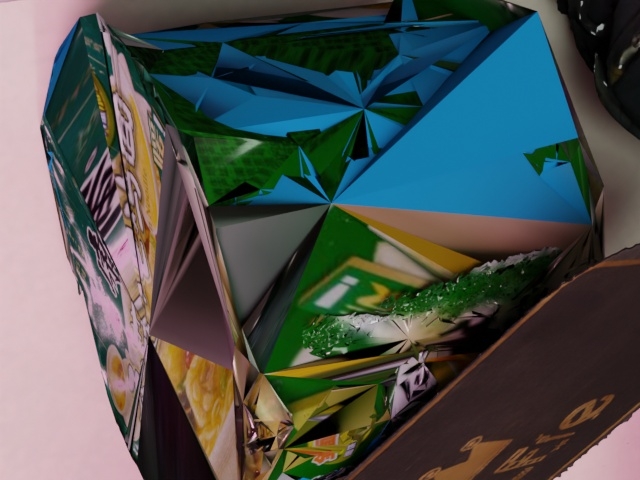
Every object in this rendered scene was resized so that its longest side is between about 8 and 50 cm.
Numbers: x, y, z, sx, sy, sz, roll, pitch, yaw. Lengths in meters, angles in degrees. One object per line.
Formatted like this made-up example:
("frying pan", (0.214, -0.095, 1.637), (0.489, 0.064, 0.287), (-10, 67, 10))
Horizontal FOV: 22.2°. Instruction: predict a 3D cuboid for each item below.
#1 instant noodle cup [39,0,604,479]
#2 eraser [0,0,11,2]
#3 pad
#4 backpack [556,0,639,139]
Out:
("instant noodle cup", (0.000, 0.000, 0.714), (0.178, 0.240, 0.240), (-16, 118, -22))
("eraser", (-0.022, -0.179, 0.696), (0.287, 0.086, 0.130), (-7, 114, -14))
("pad", (0.094, 0.137, 0.773), (0.315, 0.063, 0.375), (-4, 144, -52))
("backpack", (0.247, -0.108, 0.798), (0.258, 0.133, 0.206), (11, 119, -16))
